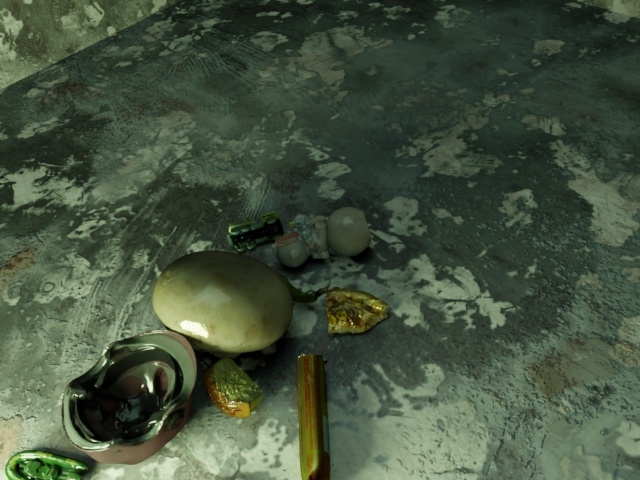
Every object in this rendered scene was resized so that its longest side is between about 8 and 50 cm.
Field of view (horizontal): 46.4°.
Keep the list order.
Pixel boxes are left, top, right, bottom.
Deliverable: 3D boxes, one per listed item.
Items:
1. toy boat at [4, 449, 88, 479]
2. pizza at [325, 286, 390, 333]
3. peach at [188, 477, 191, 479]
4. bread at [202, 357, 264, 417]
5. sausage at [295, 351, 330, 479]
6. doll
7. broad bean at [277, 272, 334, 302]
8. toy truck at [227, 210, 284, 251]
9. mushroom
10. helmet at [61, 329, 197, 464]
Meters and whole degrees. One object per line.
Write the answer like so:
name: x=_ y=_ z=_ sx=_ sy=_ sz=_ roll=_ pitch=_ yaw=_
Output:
toy boat: x=-0.645 y=0.546 z=1.752 sx=0.210 sy=0.052 sz=0.104 roll=9 pitch=49 yaw=19
pizza: x=0.070 y=0.188 z=1.982 sx=0.182 sy=0.062 sz=0.161 roll=24 pitch=55 yaw=30
peach: x=-0.307 y=0.603 z=1.596 sx=0.127 sy=0.092 sz=0.172 roll=6 pitch=33 yaw=11
bread: x=-0.216 y=0.366 z=1.806 sx=0.156 sy=0.125 sz=0.086 roll=40 pitch=51 yaw=14
sausage: x=-0.014 y=0.428 z=1.736 sx=0.082 sy=0.082 sz=0.371 roll=-7 pitch=44 yaw=4
doll: x=0.000 y=0.000 z=2.151 sx=0.287 sy=0.151 sz=0.151 roll=-18 pitch=43 yaw=2
broad bean: x=-0.111 y=0.116 z=2.089 sx=0.318 sy=0.056 sz=0.098 roll=9 pitch=60 yaw=29
toy truck: x=-0.201 y=-0.035 z=2.268 sx=0.169 sy=0.077 sz=0.100 roll=-18 pitch=30 yaw=-3
mushroom: x=-0.255 y=0.186 z=1.925 sx=0.363 sy=0.294 sz=0.362 roll=11 pitch=17 yaw=-3
helmet: x=-0.426 y=0.388 z=1.766 sx=0.338 sy=0.197 sz=0.271 roll=-40 pitch=55 yaw=-22
